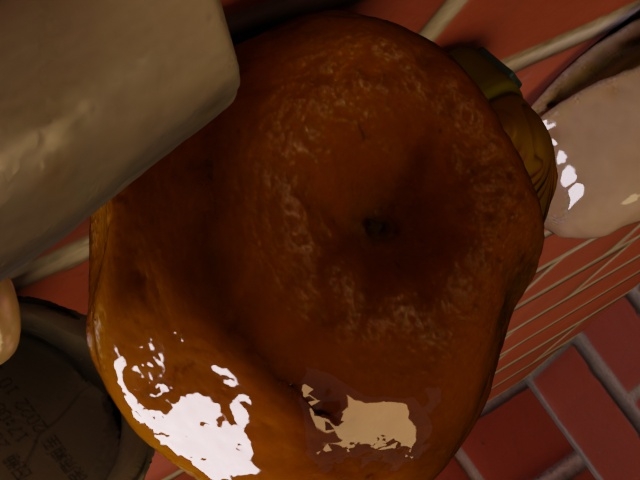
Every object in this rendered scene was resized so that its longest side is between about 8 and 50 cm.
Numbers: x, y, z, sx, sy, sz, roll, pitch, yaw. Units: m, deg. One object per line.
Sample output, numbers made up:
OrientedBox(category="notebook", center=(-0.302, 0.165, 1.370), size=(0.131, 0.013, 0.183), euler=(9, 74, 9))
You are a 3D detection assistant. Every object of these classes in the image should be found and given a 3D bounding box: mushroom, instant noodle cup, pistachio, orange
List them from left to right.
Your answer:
OrientedBox(category="mushroom", center=(-0.200, 0.008, 0.506), size=(0.397, 0.126, 0.177), euler=(-34, 178, -26))
OrientedBox(category="instant noodle cup", center=(-0.193, 0.154, 0.993), size=(0.207, 0.207, 0.232), euler=(-27, 159, -36))
OrientedBox(category="orange", center=(-0.007, 0.018, 0.870), size=(0.249, 0.249, 0.183), euler=(-26, -179, -38))
OrientedBox(category="pistachio", center=(0.241, -0.088, 1.393), size=(0.152, 0.126, 0.223), euler=(23, 128, -34))

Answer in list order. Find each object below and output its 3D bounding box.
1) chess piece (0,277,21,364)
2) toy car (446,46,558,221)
OrientedBox(category="chess piece", center=(-0.279, 0.095, 0.657), size=(0.397, 0.117, 0.117), euler=(-27, 166, -40))
OrientedBox(category="toy car", center=(0.063, 0.003, 1.137), size=(0.248, 0.142, 0.200), euler=(-50, 166, 9))
